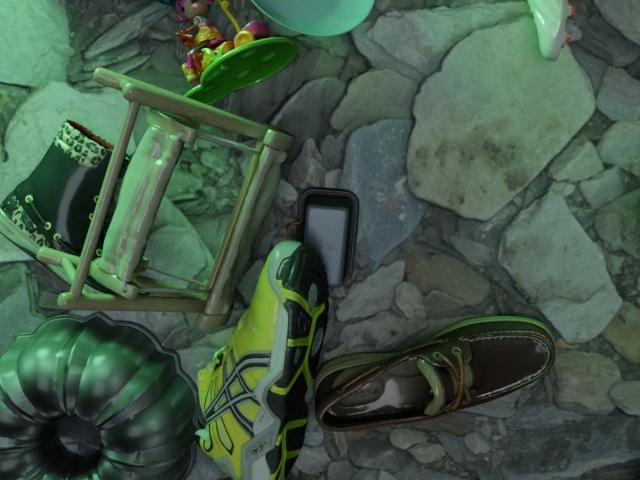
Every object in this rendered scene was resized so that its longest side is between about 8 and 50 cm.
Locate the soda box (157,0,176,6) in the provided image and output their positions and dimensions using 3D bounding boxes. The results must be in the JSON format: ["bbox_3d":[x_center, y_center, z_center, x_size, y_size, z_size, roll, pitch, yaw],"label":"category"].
[{"bbox_3d":[-0.285,-0.362,0.903,0.210,0.071,0.067,16,100,-1],"label":"soda box"}]

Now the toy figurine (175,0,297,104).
[{"bbox_3d":[-0.136,-0.280,0.910,0.173,0.130,0.159,-26,84,30],"label":"toy figurine"}]

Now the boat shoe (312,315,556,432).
[{"bbox_3d":[0.155,0.190,0.952,0.342,0.123,0.123,-11,99,4],"label":"boat shoe"}]

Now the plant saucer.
[{"bbox_3d":[-0.024,-0.333,0.885,0.195,0.037,0.194,7,72,-22],"label":"plant saucer"}]

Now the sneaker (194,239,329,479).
[{"bbox_3d":[-0.088,0.170,0.912,0.147,0.145,0.384,20,117,15],"label":"sneaker"}]

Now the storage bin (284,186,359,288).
[{"bbox_3d":[0.000,0.000,0.944,0.098,0.091,0.135,6,99,1],"label":"storage bin"}]

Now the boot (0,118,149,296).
[{"bbox_3d":[-0.299,-0.031,0.954,0.236,0.085,0.178,35,96,-5],"label":"boot"}]

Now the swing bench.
[{"bbox_3d":[-0.169,-0.041,0.859,0.255,0.165,0.253,14,102,-33],"label":"swing bench"}]

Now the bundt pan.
[{"bbox_3d":[-0.336,0.273,0.986,0.331,0.124,0.330,0,100,1],"label":"bundt pan"}]

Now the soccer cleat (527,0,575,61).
[{"bbox_3d":[0.277,-0.324,0.896,0.076,0.068,0.196,0,92,7],"label":"soccer cleat"}]

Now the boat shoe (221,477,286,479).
[{"bbox_3d":[-0.161,0.425,1.024,0.277,0.098,0.096,-21,111,4],"label":"boat shoe"}]
